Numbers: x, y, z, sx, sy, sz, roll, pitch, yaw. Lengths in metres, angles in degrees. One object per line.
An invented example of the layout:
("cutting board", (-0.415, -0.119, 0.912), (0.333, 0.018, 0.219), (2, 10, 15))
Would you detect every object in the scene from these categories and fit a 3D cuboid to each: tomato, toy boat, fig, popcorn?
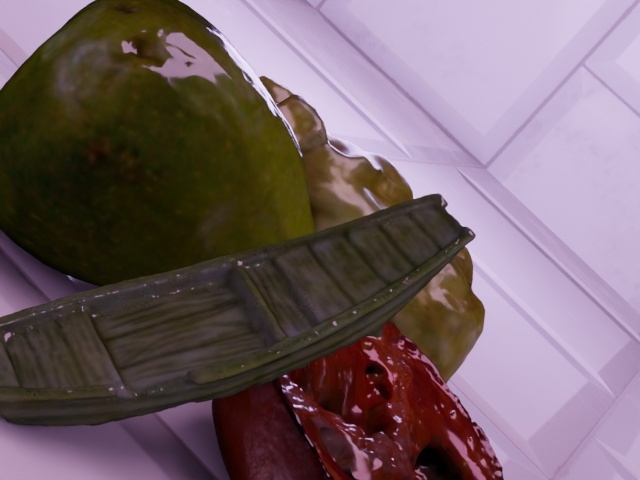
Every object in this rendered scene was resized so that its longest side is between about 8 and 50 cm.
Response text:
("tomato", (0.017, 0.144, 0.870), (0.228, 0.101, 0.228), (37, 23, -19))
("toy boat", (-0.050, 0.044, 0.773), (0.093, 0.293, 0.055), (-126, -154, -46))
("fig", (-0.084, -0.035, 0.916), (0.275, 0.206, 0.206), (41, 14, -9))
("popcorn", (0.000, 0.000, 1.108), (0.286, 0.174, 0.225), (42, 7, -2))
